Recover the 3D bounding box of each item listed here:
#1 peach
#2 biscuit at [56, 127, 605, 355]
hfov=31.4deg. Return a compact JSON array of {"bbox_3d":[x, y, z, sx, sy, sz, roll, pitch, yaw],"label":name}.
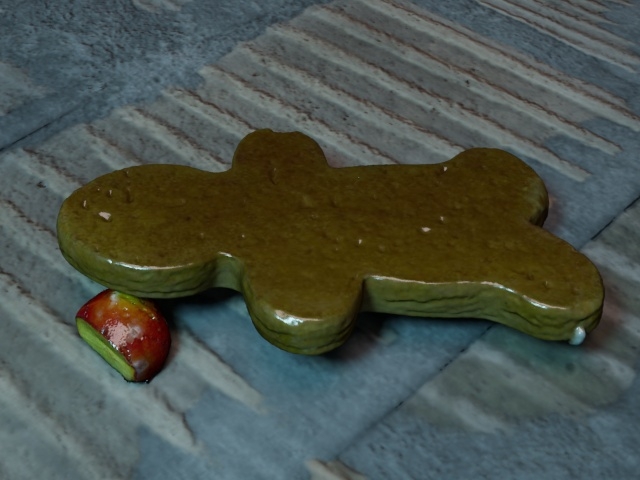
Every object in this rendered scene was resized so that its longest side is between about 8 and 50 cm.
[{"bbox_3d":[-0.156,0.070,0.892,0.077,0.050,0.083,1,44,0],"label":"peach"},{"bbox_3d":[0.000,0.002,0.958,0.432,0.064,0.283,-1,36,-10],"label":"biscuit"}]
